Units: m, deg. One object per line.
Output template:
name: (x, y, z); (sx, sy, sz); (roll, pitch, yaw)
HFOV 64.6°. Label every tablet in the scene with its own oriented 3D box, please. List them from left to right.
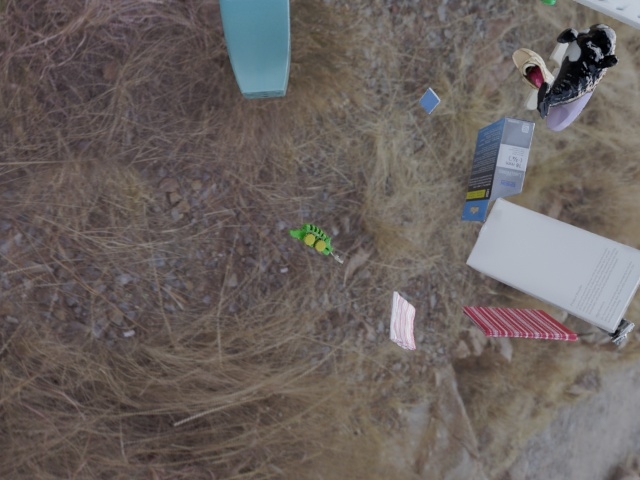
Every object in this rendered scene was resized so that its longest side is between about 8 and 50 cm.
tablet: (0.341, -0.436, 1.584); (0.006, 0.083, 0.054); (-36, 85, -18)

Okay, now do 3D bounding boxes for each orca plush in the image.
orca plush: (0.559, -0.375, 1.058); (0.287, 0.102, 0.151); (-32, 106, -27)

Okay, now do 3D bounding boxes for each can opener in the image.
can opener: (0.881, 0.250, 1.527); (0.076, 0.095, 0.283); (-50, 160, 15)

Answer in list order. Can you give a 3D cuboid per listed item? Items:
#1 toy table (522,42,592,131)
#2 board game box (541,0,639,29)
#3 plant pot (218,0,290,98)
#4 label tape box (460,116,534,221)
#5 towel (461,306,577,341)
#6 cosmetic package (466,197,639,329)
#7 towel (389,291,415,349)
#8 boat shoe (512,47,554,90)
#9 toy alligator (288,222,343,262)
toy table: (0.846, -0.550, 1.796); (0.161, 0.252, 0.274); (25, 86, -14)
board game box: (0.652, -0.480, 0.949); (0.390, 0.390, 0.050); (-34, 149, -19)
plant pot: (-0.151, -0.479, 1.251); (0.165, 0.165, 0.234); (-4, 97, -2)
label tape box: (0.586, -0.220, 1.696); (0.106, 0.240, 0.334); (10, 93, -2)
towel: (0.580, 0.246, 1.492); (0.274, 0.199, 0.031); (4, 103, -6)
cosmetic package: (0.581, 0.057, 1.261); (0.155, 0.365, 0.197); (22, 96, -57)
towel: (0.253, 0.248, 1.543); (0.197, 0.029, 0.144); (40, 51, -57)
boat shoe: (0.576, -0.467, 1.379); (0.059, 0.063, 0.170); (-1, 52, -39)
toy alligator: (0.000, 0.000, 1.310); (0.189, 0.056, 0.051); (29, 91, -33)
